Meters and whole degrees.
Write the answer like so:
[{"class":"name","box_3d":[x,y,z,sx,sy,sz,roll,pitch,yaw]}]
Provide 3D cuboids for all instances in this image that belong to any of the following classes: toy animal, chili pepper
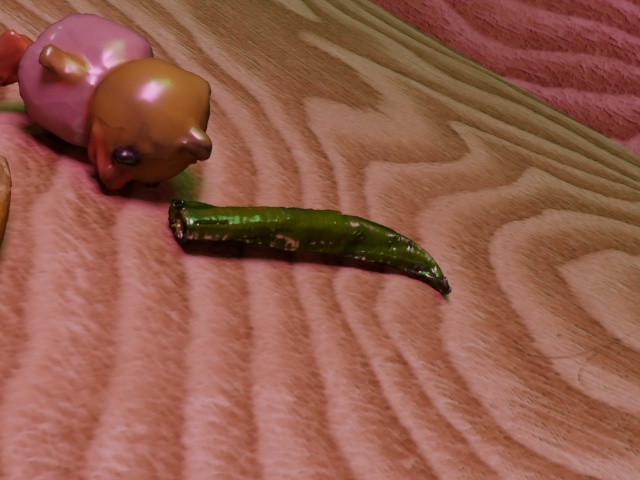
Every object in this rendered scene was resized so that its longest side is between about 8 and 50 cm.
[{"class":"toy animal","box_3d":[-0.238,-0.162,1.013,0.281,0.169,0.195,38,-5,24]},{"class":"chili pepper","box_3d":[0.000,0.000,1.004,0.359,0.076,0.085,10,3,-24]}]

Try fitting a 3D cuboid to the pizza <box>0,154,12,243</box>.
[{"class":"pizza","box_3d":[-0.370,-0.005,0.699,0.182,0.073,0.365,22,26,-5]}]
